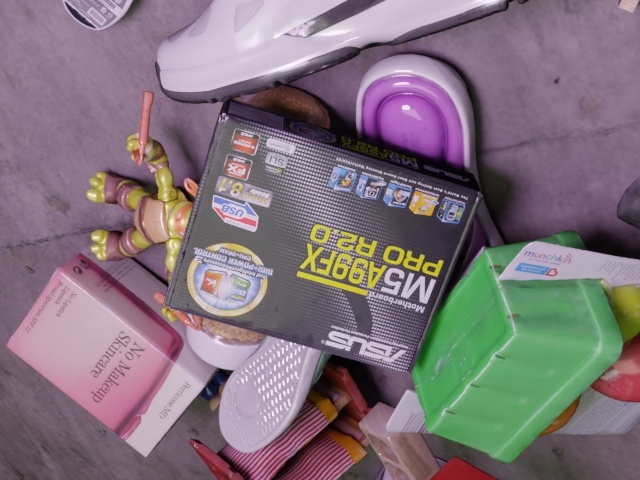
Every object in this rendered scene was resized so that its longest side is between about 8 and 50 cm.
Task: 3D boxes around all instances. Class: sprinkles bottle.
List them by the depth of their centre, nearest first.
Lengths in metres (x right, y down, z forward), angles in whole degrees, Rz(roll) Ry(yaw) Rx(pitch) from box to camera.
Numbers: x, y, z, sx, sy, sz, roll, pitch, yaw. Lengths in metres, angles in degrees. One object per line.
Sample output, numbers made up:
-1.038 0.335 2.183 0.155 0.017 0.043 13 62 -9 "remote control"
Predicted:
-0.079 -0.007 1.234 0.121 0.121 0.355 19 131 6 "sprinkles bottle"

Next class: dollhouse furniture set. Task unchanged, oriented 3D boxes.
0.037 0.284 1.265 0.374 0.201 0.152 19 146 54 "dollhouse furniture set"

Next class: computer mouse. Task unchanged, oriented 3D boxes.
-0.197 -0.294 1.102 0.106 0.042 0.193 41 125 -20 "computer mouse"

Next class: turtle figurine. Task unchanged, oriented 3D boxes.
-0.191 -0.038 1.227 0.217 0.087 0.269 5 112 53 "turtle figurine"

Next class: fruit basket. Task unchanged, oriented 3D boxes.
0.284 0.113 1.160 0.353 0.165 0.327 1 140 -28 "fruit basket"

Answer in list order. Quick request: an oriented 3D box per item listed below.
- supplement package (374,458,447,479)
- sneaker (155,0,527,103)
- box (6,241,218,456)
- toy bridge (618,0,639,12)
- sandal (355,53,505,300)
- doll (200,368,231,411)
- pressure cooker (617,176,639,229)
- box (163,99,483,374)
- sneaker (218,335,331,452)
0.141 0.443 1.498 0.204 0.145 0.262 23 131 2 "supplement package"
-0.003 -0.293 0.984 0.447 0.169 0.257 -13 104 34 "sneaker"
-0.252 0.134 1.371 0.232 0.127 0.148 39 114 0 "box"
0.288 -0.239 0.966 0.188 0.026 0.063 22 129 3 "toy bridge"
0.110 -0.004 1.175 0.169 0.102 0.416 -3 127 24 "sandal"
-0.203 0.151 1.461 0.189 0.046 0.129 35 133 0 "doll"
0.465 0.035 0.872 0.370 0.420 0.375 20 153 -40 "pressure cooker"
0.000 0.000 1.084 0.270 0.060 0.216 17 111 -7 "box"
-0.016 0.139 1.278 0.094 0.151 0.256 37 107 21 "sneaker"
